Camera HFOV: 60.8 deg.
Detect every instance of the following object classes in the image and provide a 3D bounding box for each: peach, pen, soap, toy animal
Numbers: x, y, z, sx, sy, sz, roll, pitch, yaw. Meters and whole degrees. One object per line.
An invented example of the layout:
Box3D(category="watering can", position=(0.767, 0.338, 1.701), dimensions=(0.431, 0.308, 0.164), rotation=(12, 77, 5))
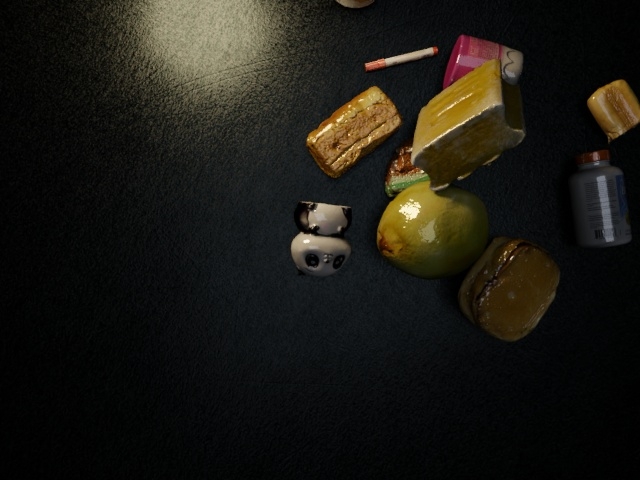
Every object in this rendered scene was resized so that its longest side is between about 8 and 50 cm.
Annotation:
Box3D(category="peach", position=(0.330, -0.024, 1.600), dimensions=(0.314, 0.315, 0.282), rotation=(-57, 46, 24))
Box3D(category="pen", position=(0.257, -0.577, 1.735), dimensions=(0.238, 0.028, 0.028), rotation=(-13, 91, 0))
Box3D(category="soap", position=(0.406, -0.323, 1.514), dimensions=(0.293, 0.335, 0.156), rotation=(-28, 115, 33))
Box3D(category="toy animal", position=(0.003, -0.003, 1.677), dimensions=(0.187, 0.165, 0.235), rotation=(5, 89, -17))

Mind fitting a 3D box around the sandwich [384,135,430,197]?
Box3D(category="sandwich", position=(0.274, -0.232, 1.702), dimensions=(0.184, 0.109, 0.160), rotation=(-24, 93, 0))

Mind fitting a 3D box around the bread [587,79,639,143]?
Box3D(category="bread", position=(0.923, -0.408, 1.709), dimensions=(0.134, 0.085, 0.173), rotation=(-32, 92, 4))

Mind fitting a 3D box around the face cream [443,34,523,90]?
Box3D(category="face cream", position=(0.492, -0.516, 1.662), dimensions=(0.194, 0.175, 0.175), rotation=(14, 91, 0))

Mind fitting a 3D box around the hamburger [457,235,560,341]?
Box3D(category="hamburger", position=(0.564, 0.138, 1.640), dimensions=(0.284, 0.174, 0.305), rotation=(38, 87, -36))

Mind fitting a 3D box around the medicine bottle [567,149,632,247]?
Box3D(category="medicine bottle", position=(0.854, -0.128, 1.679), dimensions=(0.156, 0.157, 0.289), rotation=(-8, 91, 0))

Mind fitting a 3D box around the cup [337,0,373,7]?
Box3D(category="cup", position=(0.093, -0.818, 1.631), dimensions=(0.241, 0.226, 0.186), rotation=(-33, 91, -7))

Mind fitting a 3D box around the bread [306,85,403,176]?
Box3D(category="bread", position=(0.103, -0.338, 1.688), dimensions=(0.294, 0.132, 0.167), rotation=(-38, 92, 0))
